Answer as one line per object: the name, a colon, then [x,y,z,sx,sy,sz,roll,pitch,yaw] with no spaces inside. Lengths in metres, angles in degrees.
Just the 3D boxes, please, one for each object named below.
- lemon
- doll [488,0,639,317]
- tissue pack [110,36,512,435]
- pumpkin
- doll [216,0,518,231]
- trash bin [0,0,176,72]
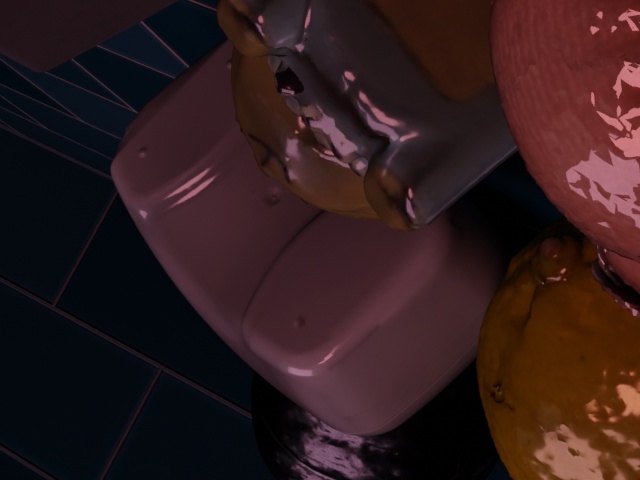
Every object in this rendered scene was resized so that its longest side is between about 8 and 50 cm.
lemon: [0.249,0.101,0.992,0.322,0.268,0.268,55,163,-21]
doll: [0.197,-0.082,0.472,0.303,0.156,0.201,-11,102,51]
tissue pack: [0.000,0.000,1.137,0.333,0.229,0.236,46,180,33]
pumpkin: [0.073,0.115,1.408,0.266,0.363,0.363,11,172,5]
doll: [0.033,-0.098,0.759,0.177,0.161,0.260,48,170,-2]
trash bin: [-0.197,-0.209,0.822,0.176,0.101,0.236,-25,151,20]
